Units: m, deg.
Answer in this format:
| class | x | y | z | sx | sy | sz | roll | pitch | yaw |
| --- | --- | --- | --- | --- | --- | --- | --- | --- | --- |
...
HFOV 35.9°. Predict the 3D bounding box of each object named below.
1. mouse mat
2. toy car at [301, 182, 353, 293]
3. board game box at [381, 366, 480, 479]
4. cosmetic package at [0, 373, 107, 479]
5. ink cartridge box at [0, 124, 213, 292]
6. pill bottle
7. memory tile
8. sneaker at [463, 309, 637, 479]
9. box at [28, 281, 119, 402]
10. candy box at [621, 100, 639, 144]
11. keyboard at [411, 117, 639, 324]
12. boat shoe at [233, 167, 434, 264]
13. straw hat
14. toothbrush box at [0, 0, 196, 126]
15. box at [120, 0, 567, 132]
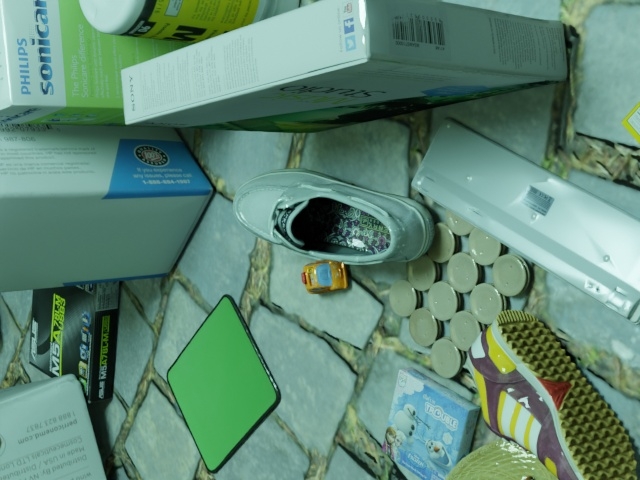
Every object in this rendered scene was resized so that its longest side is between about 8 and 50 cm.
| class | x | y | z | sx | sy | sz | roll | pitch | yaw |
| --- | --- | --- | --- | --- | --- | --- | --- | --- | --- |
| mouse mat | -0.122 | 0.175 | 1.193 | 0.189 | 0.007 | 0.152 | -52 | 56 | 39 |
| toy car | 0.000 | 0.000 | 1.013 | 0.060 | 0.040 | 0.122 | 12 | 103 | 47 |
| board game box | 0.102 | 0.179 | 0.929 | 0.090 | 0.020 | 0.090 | 26 | 111 | 44 |
| cosmetic package | -0.529 | 0.405 | 1.400 | 0.394 | 0.329 | 0.327 | -16 | 90 | 47 |
| ink cartridge box | -0.359 | -0.138 | 1.222 | 0.395 | 0.285 | 0.166 | 56 | 131 | 30 |
| pill bottle | -0.130 | -0.261 | 1.011 | 0.119 | 0.208 | 0.119 | 5 | 96 | 48 |
| memory tile | 0.123 | 0.042 | 0.900 | 0.113 | 0.012 | 0.148 | 55 | 131 | 30 |
| sneaker | 0.184 | 0.150 | 0.807 | 0.185 | 0.070 | 0.084 | 64 | 143 | 31 |
| box | -0.358 | 0.115 | 1.423 | 0.184 | 0.045 | 0.190 | 19 | 108 | 43 |
| candy box | 0.305 | -0.046 | 0.675 | 0.105 | 0.027 | 0.206 | -52 | 57 | 34 |
| keyboard | 0.177 | -0.024 | 0.824 | 0.256 | 0.014 | 0.072 | 36 | 100 | 40 |
| boat shoe | -0.006 | -0.023 | 0.939 | 0.227 | 0.081 | 0.079 | 11 | 101 | 34 |
| straw hat | 0.171 | 0.236 | 0.819 | 0.144 | 0.144 | 0.061 | 16 | 145 | 47 |
| toothbrush box | -0.237 | -0.235 | 1.079 | 0.122 | 0.283 | 0.206 | -6 | 90 | 48 |
| box | 0.010 | -0.141 | 0.847 | 0.322 | 0.232 | 0.058 | -2 | 91 | 49 |
